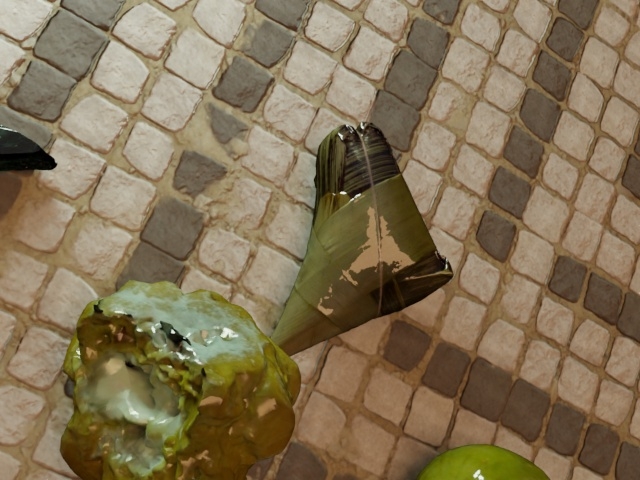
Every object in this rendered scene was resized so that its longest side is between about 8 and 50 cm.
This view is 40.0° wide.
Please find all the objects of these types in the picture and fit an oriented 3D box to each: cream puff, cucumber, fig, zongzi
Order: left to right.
[{"bbox_3d":[-0.466,-0.125,1.174,0.220,0.046,0.070,-6,76,-24],"label":"cucumber"},{"bbox_3d":[-0.179,0.213,1.143,0.274,0.323,0.270,-11,127,-52],"label":"cream puff"},{"bbox_3d":[0.000,0.000,1.304,0.317,0.154,0.289,-23,83,-19],"label":"zongzi"},{"bbox_3d":[0.268,0.460,1.287,0.326,0.258,0.258,50,66,-23],"label":"fig"}]
